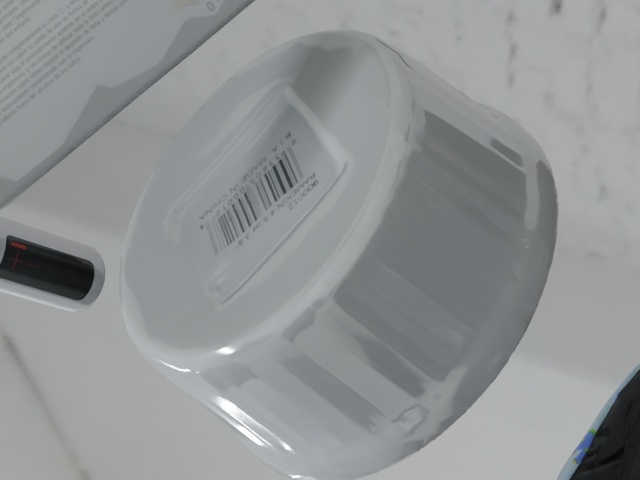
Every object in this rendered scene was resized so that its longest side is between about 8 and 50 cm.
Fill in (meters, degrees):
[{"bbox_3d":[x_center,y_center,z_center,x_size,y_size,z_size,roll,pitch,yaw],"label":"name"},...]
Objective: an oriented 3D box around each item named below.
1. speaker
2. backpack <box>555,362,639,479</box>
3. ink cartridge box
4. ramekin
[{"bbox_3d":[-0.223,0.015,1.316,0.136,0.055,0.055,23,-97,-53],"label":"speaker"},{"bbox_3d":[0.332,0.266,1.599,0.273,0.290,0.355,47,-120,-65],"label":"backpack"},{"bbox_3d":[-0.168,-0.191,1.064,0.275,0.239,0.060,-40,7,-5],"label":"ink cartridge box"},{"bbox_3d":[0.000,0.000,1.130,0.135,0.277,0.277,37,-115,-35],"label":"ramekin"}]
